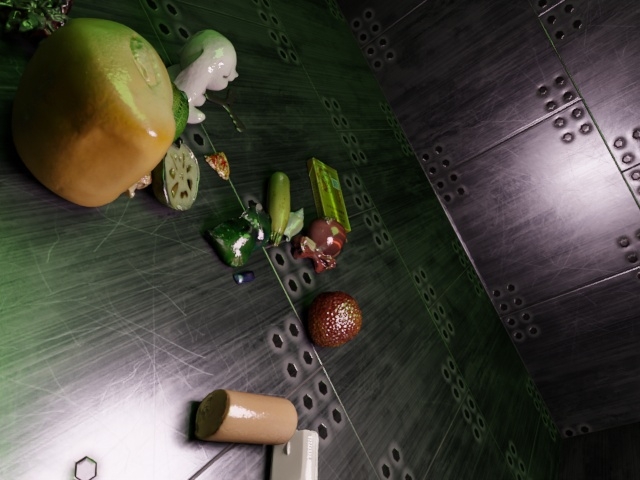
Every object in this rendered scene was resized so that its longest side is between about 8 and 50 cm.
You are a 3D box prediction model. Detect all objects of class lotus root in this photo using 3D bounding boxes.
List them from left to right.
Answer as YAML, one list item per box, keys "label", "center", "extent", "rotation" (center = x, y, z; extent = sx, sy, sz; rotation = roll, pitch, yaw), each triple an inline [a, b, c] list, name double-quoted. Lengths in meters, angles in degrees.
- label: "lotus root"
  center: [-0.419, -0.179, 1.482]
  extent: [0.183, 0.077, 0.204]
  rotation: [50, 42, -65]

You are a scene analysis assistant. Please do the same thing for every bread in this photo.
- label: "bread"
  center: [-0.505, -0.289, 1.162]
  extent: [0.253, 0.376, 0.348]
  rotation: [-3, 70, -57]

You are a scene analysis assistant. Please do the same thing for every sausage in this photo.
- label: "sausage"
  center: [-0.184, 0.439, 1.307]
  extent: [0.252, 0.123, 0.123]
  rotation: [26, 45, -46]

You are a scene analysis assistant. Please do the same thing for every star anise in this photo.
- label: "star anise"
  center: [-0.705, -0.558, 1.328]
  extent: [0.283, 0.129, 0.212]
  rotation: [46, 44, 8]

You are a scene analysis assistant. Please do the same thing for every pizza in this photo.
- label: "pizza"
  center: [-0.326, -0.247, 1.747]
  extent: [0.099, 0.029, 0.100]
  rotation: [61, 30, -3]

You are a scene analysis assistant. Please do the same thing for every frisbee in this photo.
- label: "frisbee"
  center: [-0.343, -0.513, 1.956]
  extent: [0.211, 0.012, 0.187]
  rotation: [41, 35, -30]

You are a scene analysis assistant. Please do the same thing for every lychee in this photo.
- label: "lychee"
  center: [0.043, 0.257, 1.748]
  extent: [0.194, 0.194, 0.194]
  rotation: [37, 38, -36]

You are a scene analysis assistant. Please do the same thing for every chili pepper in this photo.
- label: "chili pepper"
  center: [-0.221, -0.023, 1.636]
  extent: [0.148, 0.116, 0.264]
  rotation: [62, 30, -6]

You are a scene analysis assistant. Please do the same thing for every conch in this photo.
- label: "conch"
  center: [-0.100, -0.070, 1.911]
  extent: [0.088, 0.065, 0.180]
  rotation: [50, 40, -22]

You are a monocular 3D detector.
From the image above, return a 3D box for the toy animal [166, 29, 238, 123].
- label: "toy animal"
  center: [-0.384, -0.539, 1.667]
  extent: [0.206, 0.265, 0.272]
  rotation: [32, 43, -38]

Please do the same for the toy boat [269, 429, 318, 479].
- label: "toy boat"
  center: [-0.060, 0.628, 1.342]
  extent: [0.140, 0.140, 0.270]
  rotation: [27, 46, -44]

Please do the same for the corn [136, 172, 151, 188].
- label: "corn"
  center: [-0.521, -0.247, 1.401]
  extent: [0.079, 0.079, 0.237]
  rotation: [-14, 78, -59]

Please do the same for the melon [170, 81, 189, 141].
- label: "melon"
  center: [-0.428, -0.329, 1.441]
  extent: [0.129, 0.169, 0.265]
  rotation: [60, 7, 3]

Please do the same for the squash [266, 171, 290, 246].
- label: "squash"
  center: [-0.147, -0.121, 1.858]
  extent: [0.094, 0.094, 0.341]
  rotation: [36, 39, -37]

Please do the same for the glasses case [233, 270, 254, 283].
- label: "glasses case"
  center: [-0.228, 0.110, 1.609]
  extent: [0.083, 0.023, 0.034]
  rotation: [-10, 71, -58]

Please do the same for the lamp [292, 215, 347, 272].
- label: "lamp"
  center: [0.009, -0.006, 1.942]
  extent: [0.215, 0.151, 0.223]
  rotation: [35, 41, -31]

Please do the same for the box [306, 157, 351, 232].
- label: "box"
  center: [0.034, -0.188, 2.236]
  extent: [0.173, 0.043, 0.311]
  rotation: [20, 50, -49]
